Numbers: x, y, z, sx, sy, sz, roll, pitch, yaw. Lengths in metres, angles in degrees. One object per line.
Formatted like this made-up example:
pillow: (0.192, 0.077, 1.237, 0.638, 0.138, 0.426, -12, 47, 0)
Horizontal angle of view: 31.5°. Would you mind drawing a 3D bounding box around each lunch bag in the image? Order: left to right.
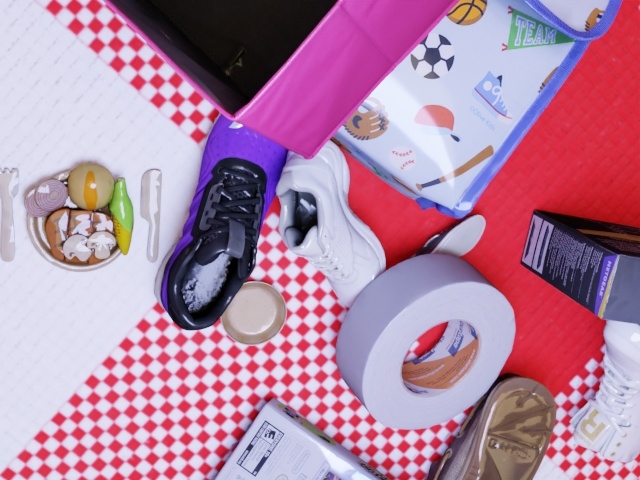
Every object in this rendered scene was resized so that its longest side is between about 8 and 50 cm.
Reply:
lunch bag: (0.128, -0.270, 1.253, 0.328, 0.239, 0.385, 38, 89, -12)

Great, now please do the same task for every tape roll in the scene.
tape roll: (0.131, 0.126, 1.399, 0.219, 0.072, 0.219, -15, 126, -22)

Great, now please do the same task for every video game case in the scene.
video game case: (-0.037, 0.378, 1.427, 0.244, 0.061, 0.269, 35, 95, 6)

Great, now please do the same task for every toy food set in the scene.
toy food set: (-0.281, -0.025, 1.328, 0.192, 0.038, 0.132, -1, 104, -12)

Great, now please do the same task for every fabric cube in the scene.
fabric cube: (-0.040, -0.257, 1.002, 0.254, 0.258, 0.259, 44, 98, 13)

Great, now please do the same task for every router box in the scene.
router box: (0.438, 0.046, 1.399, 0.309, 0.243, 0.081, 9, 101, -14)

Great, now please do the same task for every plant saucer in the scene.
plant saucer: (-0.084, 0.089, 1.412, 0.083, 0.015, 0.083, -3, 105, -12)

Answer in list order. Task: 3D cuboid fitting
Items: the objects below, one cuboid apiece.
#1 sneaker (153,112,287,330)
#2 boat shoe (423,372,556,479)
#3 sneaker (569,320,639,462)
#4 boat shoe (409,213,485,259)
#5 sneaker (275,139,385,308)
sneaker: (-0.102, -0.024, 1.311, 0.102, 0.146, 0.293, 18, 100, -16)
boat shoe: (0.195, 0.330, 1.477, 0.123, 0.123, 0.342, 21, 90, -10)
sneaker: (0.388, 0.202, 1.449, 0.169, 0.108, 0.292, -45, 141, 4)
boat shoe: (0.155, 0.010, 1.435, 0.125, 0.038, 0.046, -48, 127, 3)
sneaker: (0.000, 0.000, 1.340, 0.090, 0.115, 0.232, -8, 119, 34)
